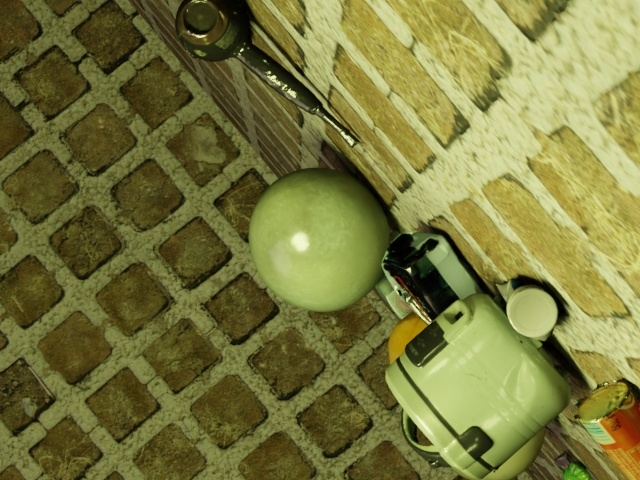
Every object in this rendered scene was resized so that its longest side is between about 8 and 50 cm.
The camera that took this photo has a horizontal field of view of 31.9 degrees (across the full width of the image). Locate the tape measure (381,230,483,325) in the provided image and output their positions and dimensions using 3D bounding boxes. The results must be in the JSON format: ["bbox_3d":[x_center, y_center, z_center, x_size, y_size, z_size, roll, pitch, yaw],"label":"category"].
[{"bbox_3d":[0.181,0.068,1.762,0.182,0.107,0.181,51,173,-20],"label":"tape measure"}]

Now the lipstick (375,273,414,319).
[{"bbox_3d":[0.142,0.077,2.182,0.077,0.076,0.289,51,180,-15],"label":"lipstick"}]

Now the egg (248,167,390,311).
[{"bbox_3d":[0.000,0.000,2.052,0.258,0.258,0.352,49,-176,17],"label":"egg"}]

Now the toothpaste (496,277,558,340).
[{"bbox_3d":[0.265,0.089,1.438,0.096,0.061,0.266,48,-177,7],"label":"toothpaste"}]

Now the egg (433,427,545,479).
[{"bbox_3d":[0.316,0.348,2.118,0.219,0.219,0.269,49,175,16],"label":"egg"}]

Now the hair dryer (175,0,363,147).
[{"bbox_3d":[-0.072,-0.258,1.783,0.359,0.120,0.304,41,-176,5],"label":"hair dryer"}]

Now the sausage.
[{"bbox_3d":[0.414,0.284,1.362,0.264,0.083,0.083,49,177,-14],"label":"sausage"}]

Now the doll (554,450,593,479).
[{"bbox_3d":[0.530,0.490,2.320,0.115,0.050,0.190,53,176,18],"label":"doll"}]

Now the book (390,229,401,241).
[{"bbox_3d":[0.238,0.111,2.139,0.264,0.027,0.202,53,175,-40],"label":"book"}]

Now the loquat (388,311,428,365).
[{"bbox_3d":[0.221,0.203,1.981,0.234,0.176,0.187,-21,125,42],"label":"loquat"}]

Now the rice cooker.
[{"bbox_3d":[0.216,0.209,1.606,0.226,0.244,0.226,44,-172,-8],"label":"rice cooker"}]
